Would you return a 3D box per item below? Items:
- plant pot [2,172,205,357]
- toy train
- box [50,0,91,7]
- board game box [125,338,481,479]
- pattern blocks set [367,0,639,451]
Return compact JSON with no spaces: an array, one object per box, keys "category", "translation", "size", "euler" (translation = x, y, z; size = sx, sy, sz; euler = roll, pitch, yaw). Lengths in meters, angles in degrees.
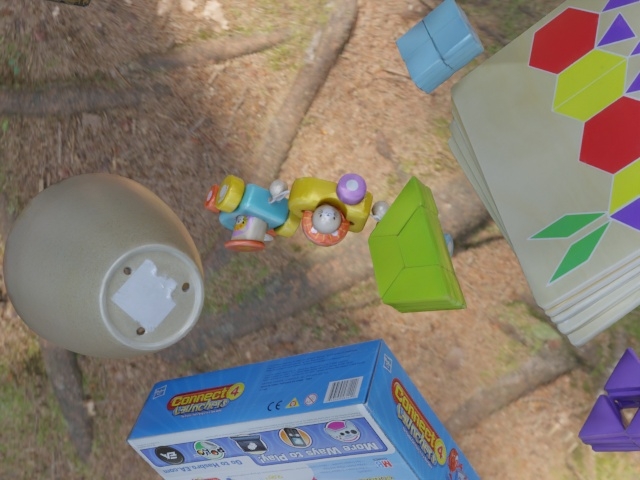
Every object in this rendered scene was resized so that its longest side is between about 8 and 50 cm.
[{"category":"plant pot","translation":[-0.256,0.050,1.222],"size":[0.257,0.274,0.256],"euler":[-4,100,-26]},{"category":"toy train","translation":[0.000,0.000,0.652],"size":[0.125,0.166,0.046],"euler":[52,47,-58]},{"category":"box","translation":[-0.345,-0.292,0.788],"size":[0.242,0.307,0.076],"euler":[31,105,8]},{"category":"board game box","translation":[-0.001,0.261,1.051],"size":[0.308,0.086,0.302],"euler":[-14,126,30]},{"category":"pattern blocks set","translation":[0.143,-0.052,0.467],"size":[0.285,0.324,0.026],"euler":[-29,136,29]}]
